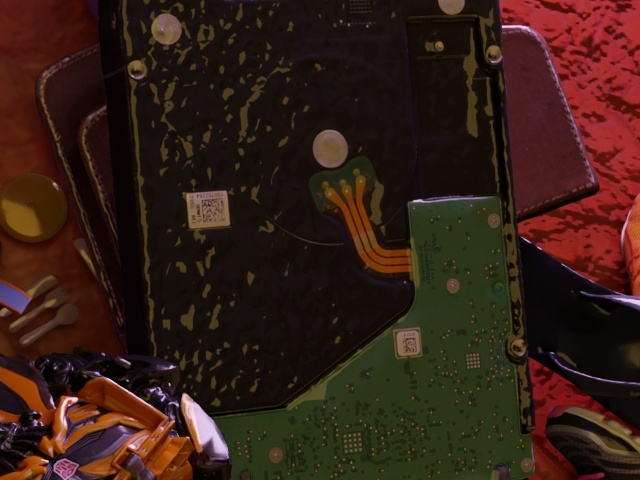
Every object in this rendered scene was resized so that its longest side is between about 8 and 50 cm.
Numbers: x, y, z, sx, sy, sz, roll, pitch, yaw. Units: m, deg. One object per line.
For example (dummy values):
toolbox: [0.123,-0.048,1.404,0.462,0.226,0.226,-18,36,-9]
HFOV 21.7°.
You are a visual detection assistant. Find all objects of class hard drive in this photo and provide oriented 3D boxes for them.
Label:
hard drive: [0.000,0.000,0.975,0.237,0.064,0.339,-6,89,-21]

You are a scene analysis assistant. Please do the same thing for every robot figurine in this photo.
robot figurine: [-0.192,0.100,0.847,0.291,0.085,0.211,24,54,21]

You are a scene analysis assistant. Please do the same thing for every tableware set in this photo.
tableware set: [-0.170,-0.004,1.133,0.154,0.024,0.104,-35,89,-18]

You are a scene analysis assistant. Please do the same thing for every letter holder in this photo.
letter holder: [-0.009,-0.076,1.097,0.302,0.152,0.214,-20,91,-20]

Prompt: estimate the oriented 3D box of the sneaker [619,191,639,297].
sneaker: [0.252,0.040,1.206,0.064,0.067,0.175,5,78,-11]

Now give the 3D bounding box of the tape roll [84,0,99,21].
tape roll: [-0.126,-0.268,1.059,0.090,0.275,0.275,-19,85,-17]

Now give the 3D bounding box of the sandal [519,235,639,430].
sandal: [0.201,0.072,1.146,0.254,0.054,0.097,22,90,15]

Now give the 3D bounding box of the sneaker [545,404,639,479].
sneaker: [0.212,0.190,1.170,0.170,0.063,0.075,48,67,-7]
